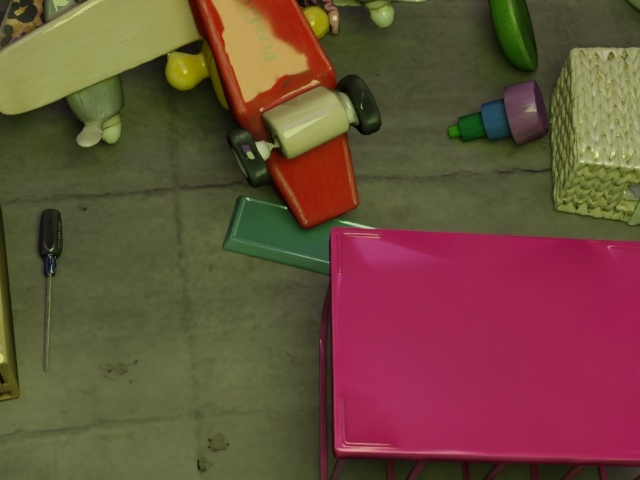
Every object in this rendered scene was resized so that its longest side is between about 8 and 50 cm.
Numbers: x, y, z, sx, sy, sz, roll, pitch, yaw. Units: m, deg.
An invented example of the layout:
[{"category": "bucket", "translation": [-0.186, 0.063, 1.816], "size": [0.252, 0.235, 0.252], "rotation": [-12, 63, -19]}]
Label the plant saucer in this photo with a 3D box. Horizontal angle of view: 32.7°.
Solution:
[{"category": "plant saucer", "translation": [0.000, 0.000, 1.124], "size": [0.192, 0.018, 0.067], "rotation": [13, 60, 2]}]

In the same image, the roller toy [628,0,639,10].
[{"category": "roller toy", "translation": [0.433, -0.367, 1.276], "size": [0.146, 0.209, 0.191], "rotation": [-19, 100, -15]}]

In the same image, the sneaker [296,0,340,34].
[{"category": "sneaker", "translation": [-0.018, -0.284, 1.266], "size": [0.057, 0.047, 0.119], "rotation": [-18, 63, -3]}]

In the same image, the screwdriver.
[{"category": "screwdriver", "translation": [-0.266, 0.048, 1.072], "size": [0.024, 0.025, 0.169], "rotation": [-1, 70, -8]}]

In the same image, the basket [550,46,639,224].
[{"category": "basket", "translation": [0.307, -0.115, 1.166], "size": [0.103, 0.113, 0.167], "rotation": [5, 61, -1]}]

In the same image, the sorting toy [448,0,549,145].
[{"category": "sorting toy", "translation": [0.173, -0.263, 1.259], "size": [0.126, 0.127, 0.365], "rotation": [-13, 62, 20]}]

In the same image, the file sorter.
[{"category": "file sorter", "translation": [0.144, 0.125, 0.976], "size": [0.291, 0.182, 0.202], "rotation": [3, 60, -6]}]

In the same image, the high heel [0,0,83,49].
[{"category": "high heel", "translation": [-0.231, -0.221, 1.172], "size": [0.186, 0.093, 0.261], "rotation": [14, 52, 9]}]

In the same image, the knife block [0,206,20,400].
[{"category": "knife block", "translation": [-0.340, -0.014, 1.052], "size": [0.276, 0.088, 0.242], "rotation": [31, 63, 11]}]

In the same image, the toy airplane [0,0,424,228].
[{"category": "toy airplane", "translation": [-0.095, -0.242, 1.101], "size": [0.386, 0.272, 0.384], "rotation": [19, 88, -9]}]
